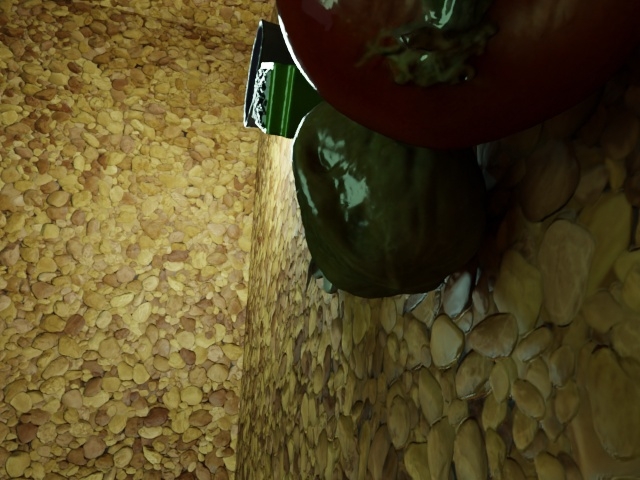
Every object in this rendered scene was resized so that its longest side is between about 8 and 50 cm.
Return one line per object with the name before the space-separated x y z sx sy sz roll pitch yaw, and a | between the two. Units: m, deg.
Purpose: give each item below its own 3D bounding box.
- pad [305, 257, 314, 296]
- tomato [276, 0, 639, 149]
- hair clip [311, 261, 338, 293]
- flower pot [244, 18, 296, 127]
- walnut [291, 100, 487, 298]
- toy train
pad | 0.000 0.000 1.231 0.156 0.004 0.232 97 -170 -59
tomato | 0.117 -0.237 0.464 0.321 0.321 0.322 -172 90 -76
hair clip | 0.057 0.014 1.062 0.257 0.075 0.146 129 151 -56
flower pot | -0.058 -0.402 1.375 0.265 0.243 0.265 -172 90 -79
walnut | 0.079 -0.066 0.664 0.227 0.282 0.283 -32 46 39
toy train | -0.008 -0.282 1.101 0.307 0.248 0.174 -124 42 -68
